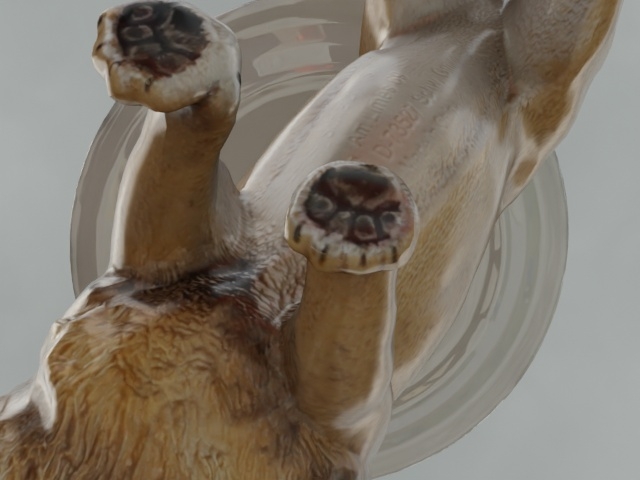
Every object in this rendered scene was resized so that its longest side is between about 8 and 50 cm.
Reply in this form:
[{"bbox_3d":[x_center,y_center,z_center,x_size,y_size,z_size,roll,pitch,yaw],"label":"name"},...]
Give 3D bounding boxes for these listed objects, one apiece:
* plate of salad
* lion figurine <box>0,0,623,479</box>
[{"bbox_3d":[0.000,0.000,0.768,0.199,0.048,0.200,-2,-78,-9],"label":"plate of salad"},{"bbox_3d":[0.014,-0.017,0.621,0.392,0.142,0.240,-43,-21,-31],"label":"lion figurine"}]
